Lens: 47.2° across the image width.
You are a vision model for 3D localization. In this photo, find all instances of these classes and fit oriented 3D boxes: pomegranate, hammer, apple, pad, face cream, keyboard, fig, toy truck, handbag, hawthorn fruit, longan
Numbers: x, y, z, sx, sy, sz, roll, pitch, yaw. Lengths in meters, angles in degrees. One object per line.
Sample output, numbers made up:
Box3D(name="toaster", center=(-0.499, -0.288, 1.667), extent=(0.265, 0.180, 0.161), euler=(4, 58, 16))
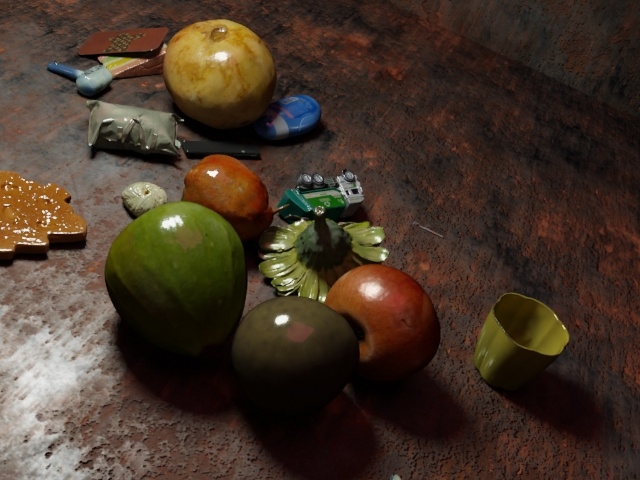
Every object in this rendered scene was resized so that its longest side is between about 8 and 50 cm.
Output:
Box3D(name="pomegranate", center=(-0.298, -0.481, 2.179), extent=(0.338, 0.338, 0.338), euler=(13, 39, -11))
Box3D(name="hammer", center=(-0.720, -0.489, 2.156), extent=(0.193, 0.070, 0.116), euler=(20, 38, 10))
Box3D(name="apple", center=(0.129, 0.182, 1.619), extent=(0.206, 0.252, 0.272), euler=(-23, 67, -33))
Box3D(name="pad", center=(-0.625, -0.634, 2.327), extent=(0.267, 0.004, 0.181), euler=(-2, 38, 8))
Box3D(name="face cream", center=(-0.108, -0.382, 2.299), extent=(0.149, 0.083, 0.264), euler=(37, 40, 19))
Box3D(name="keyboard", center=(-0.288, -0.264, 2.126), extent=(0.231, 0.023, 0.072), euler=(-2, 37, -28))
Box3D(name="fig", center=(-0.278, 0.092, 1.502), extent=(0.316, 0.316, 0.316), euler=(13, 39, -11))
Box3D(name="toy truck", center=(0.001, -0.114, 2.021), extent=(0.253, 0.114, 0.124), euler=(-8, 61, -33))
Box3D(name="handbag", center=(-0.507, -0.300, 1.993), extent=(0.270, 0.117, 0.183), euler=(8, 48, -19))
Box3D(name="hawthorn fruit", center=(-0.210, -0.092, 1.804), extent=(0.262, 0.211, 0.211), euler=(17, 38, 3))
Box3D(name="longan", center=(-0.054, 0.229, 1.481), extent=(0.257, 0.258, 0.258), euler=(13, 39, -11))

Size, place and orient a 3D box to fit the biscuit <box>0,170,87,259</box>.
Box3D(name="biscuit", center=(-0.697, -0.043, 1.650), extent=(0.283, 0.043, 0.306), euler=(34, 42, 13))

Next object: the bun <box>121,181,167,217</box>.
Box3D(name="bun", center=(-0.439, -0.109, 1.831), extent=(0.115, 0.069, 0.115), euler=(14, 37, -11))

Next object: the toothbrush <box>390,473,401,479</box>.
Box3D(name="toothbrush", center=(0.159, 0.569, 1.352), extent=(0.026, 0.028, 0.294), euler=(9, 40, -14))

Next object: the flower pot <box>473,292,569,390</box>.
Box3D(name="flower pot", center=(0.461, 0.253, 1.748), extent=(0.195, 0.179, 0.195), euler=(15, 38, -12))

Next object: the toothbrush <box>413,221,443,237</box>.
Box3D(name="toothbrush", center=(0.317, -0.032, 2.152), extent=(0.096, 0.008, 0.006), euler=(27, 52, 4))

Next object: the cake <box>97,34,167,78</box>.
Box3D(name="cake", center=(-0.578, -0.579, 2.305), extent=(0.225, 0.090, 0.109), euler=(-19, 58, -39))

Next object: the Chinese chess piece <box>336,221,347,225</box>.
Box3D(name="Chinese chess piece", center=(0.067, 0.007, 1.954), extent=(0.122, 0.051, 0.122), euler=(15, 37, -11))

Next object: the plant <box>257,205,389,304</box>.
Box3D(name="plant", center=(-0.015, -0.002, 1.787), extent=(0.305, 0.297, 0.261), euler=(-38, 37, -14))
